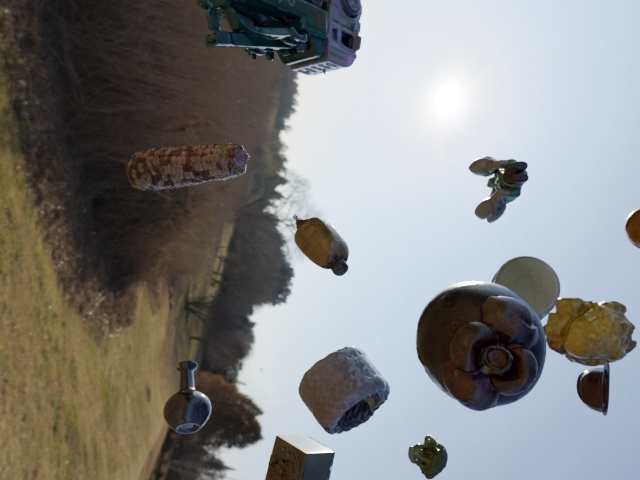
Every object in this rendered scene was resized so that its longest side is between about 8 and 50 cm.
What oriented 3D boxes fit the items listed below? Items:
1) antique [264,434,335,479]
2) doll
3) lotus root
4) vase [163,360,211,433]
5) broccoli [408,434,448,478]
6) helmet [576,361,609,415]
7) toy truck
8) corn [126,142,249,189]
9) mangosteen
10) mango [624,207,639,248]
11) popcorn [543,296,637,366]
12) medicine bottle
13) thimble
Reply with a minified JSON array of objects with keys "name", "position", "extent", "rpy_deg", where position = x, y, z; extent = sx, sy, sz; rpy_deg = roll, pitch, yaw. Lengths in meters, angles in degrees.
[{"name":"antique","position":[-0.067,0.664,1.506],"extent":[0.146,0.147,0.152],"rpy_deg":[8,-99,46]},{"name":"doll","position":[0.525,-0.181,1.538],"extent":[0.258,0.153,0.195],"rpy_deg":[88,5,-55]},{"name":"lotus root","position":[0.000,0.000,0.849],"extent":[0.152,0.072,0.063],"rpy_deg":[45,-43,37]},{"name":"vase","position":[-0.348,0.401,1.349],"extent":[0.120,0.120,0.183],"rpy_deg":[113,-29,-44]},{"name":"broccoli","position":[0.332,0.666,1.597],"extent":[0.131,0.120,0.130],"rpy_deg":[-67,168,-76]},{"name":"helmet","position":[0.576,0.310,1.097],"extent":[0.057,0.089,0.111],"rpy_deg":[-2,-117,40]},{"name":"toy truck","position":[-0.072,-0.426,0.986],"extent":[0.176,0.363,0.178],"rpy_deg":[4,-83,41]},{"name":"corn","position":[-0.293,-0.160,1.120],"extent":[0.092,0.280,0.092],"rpy_deg":[-3,90,-72]},{"name":"mangosteen","position":[0.260,0.171,0.821],"extent":[0.250,0.211,0.212],"rpy_deg":[-27,131,-86]},{"name":"mango","position":[0.643,-0.033,0.937],"extent":[0.115,0.164,0.089],"rpy_deg":[51,27,-64]},{"name":"popcorn","position":[0.742,0.257,1.417],"extent":[0.190,0.253,0.192],"rpy_deg":[-96,178,-62]},{"name":"medicine bottle","position":[0.423,0.108,1.083],"extent":[0.168,0.134,0.135],"rpy_deg":[46,54,-71]},{"name":"thimble","position":[0.070,0.416,1.432],"extent":[0.217,0.245,0.157],"rpy_deg":[-48,-122,14]}]
